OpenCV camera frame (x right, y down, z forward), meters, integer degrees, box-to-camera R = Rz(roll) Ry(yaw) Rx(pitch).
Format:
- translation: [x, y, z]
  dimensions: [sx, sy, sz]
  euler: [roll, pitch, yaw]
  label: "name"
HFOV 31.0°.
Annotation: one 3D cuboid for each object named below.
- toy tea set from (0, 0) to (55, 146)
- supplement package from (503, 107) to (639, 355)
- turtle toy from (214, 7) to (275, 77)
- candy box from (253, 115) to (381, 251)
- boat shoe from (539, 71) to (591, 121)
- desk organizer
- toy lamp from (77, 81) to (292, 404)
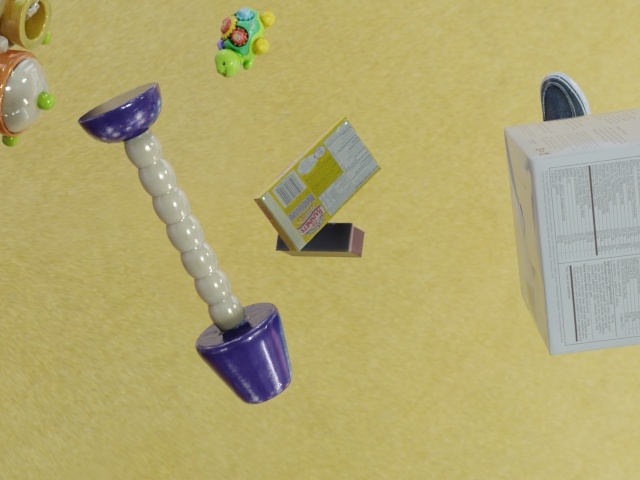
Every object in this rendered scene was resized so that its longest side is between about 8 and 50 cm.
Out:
- translation: [-0.340, -0.247, 1.200]
  dimensions: [0.124, 0.336, 0.200]
  euler: [16, 70, 12]
  label: "toy tea set"
- translation: [0.335, -0.023, 1.153]
  dimensions: [0.262, 0.199, 0.198]
  euler: [-8, 104, 3]
  label: "supplement package"
- translation: [-0.128, -0.313, 1.823]
  dimensions: [0.066, 0.095, 0.130]
  euler: [24, 67, -31]
  label: "turtle toy"
- translation: [-0.002, -0.088, 1.753]
  dimensions: [0.206, 0.027, 0.105]
  euler: [-45, 113, -26]
  label: "candy box"
- translation: [0.333, -0.137, 1.582]
  dimensions: [0.083, 0.065, 0.183]
  euler: [-27, 101, -48]
  label: "boat shoe"
- translation: [0.000, 0.000, 1.812]
  dimensions: [0.050, 0.130, 0.047]
  euler: [27, 67, -59]
  label: "desk organizer"
- translation: [-0.101, 0.009, 0.941]
  dimensions: [0.080, 0.080, 0.275]
  euler: [-32, 109, -19]
  label: "toy lamp"
